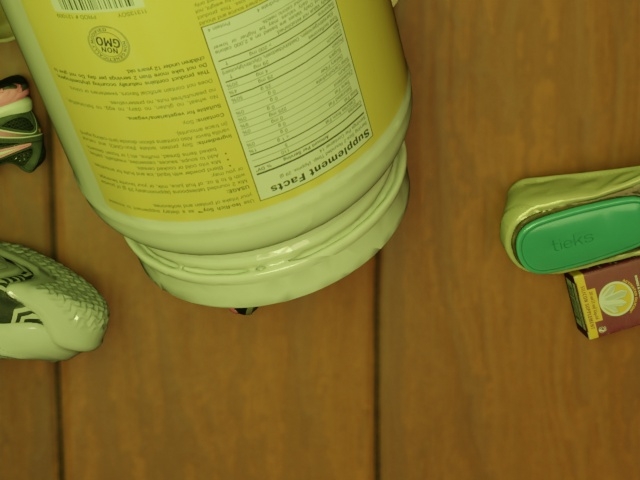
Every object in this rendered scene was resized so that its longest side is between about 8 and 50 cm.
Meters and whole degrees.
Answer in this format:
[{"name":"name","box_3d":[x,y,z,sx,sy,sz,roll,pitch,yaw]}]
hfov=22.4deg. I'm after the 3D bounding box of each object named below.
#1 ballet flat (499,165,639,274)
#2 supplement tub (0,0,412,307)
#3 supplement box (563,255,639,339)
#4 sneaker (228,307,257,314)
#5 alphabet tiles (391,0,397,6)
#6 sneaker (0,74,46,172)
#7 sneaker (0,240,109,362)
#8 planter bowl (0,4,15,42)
[{"name":"ballet flat","box_3d":[0.258,-0.031,1.224,0.248,0.086,0.086,-6,102,5]},{"name":"supplement tub","box_3d":[-0.073,-0.143,1.049,0.241,0.241,0.331,-19,130,-1]},{"name":"supplement box","box_3d":[0.237,0.038,1.260,0.083,0.043,0.055,-17,101,-2]},{"name":"sneaker","box_3d":[0.000,0.000,1.220,0.075,0.063,0.170,41,90,-5]},{"name":"alphabet tiles","box_3d":[-0.020,-0.302,1.178,0.278,0.021,0.284,-6,102,-4]},{"name":"sneaker","box_3d":[-0.282,-0.050,1.182,0.178,0.072,0.077,-24,105,1]},{"name":"sneaker","box_3d":[-0.342,0.098,1.177,0.366,0.137,0.210,7,101,-1]},{"name":"planter bowl","box_3d":[-0.244,-0.231,1.117,0.109,0.162,0.162,23,100,18]}]
